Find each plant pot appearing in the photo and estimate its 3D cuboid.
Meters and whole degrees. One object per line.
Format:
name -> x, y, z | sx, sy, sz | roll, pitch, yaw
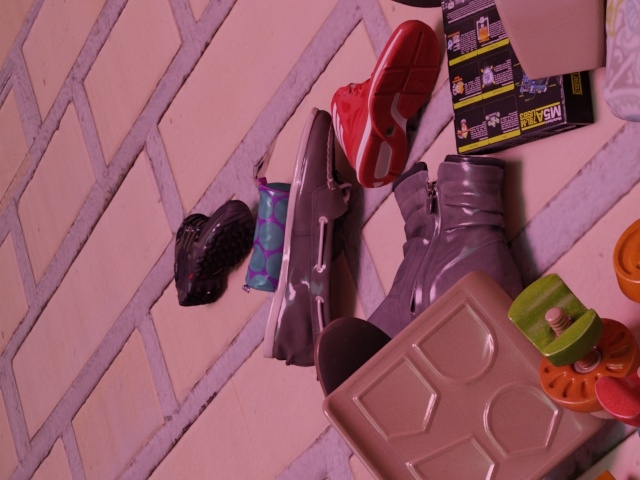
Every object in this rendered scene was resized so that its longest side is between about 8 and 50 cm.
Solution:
plant pot -> 0.240, -0.212, 1.579 | 0.109, 0.109, 0.096 | -7, 96, 22

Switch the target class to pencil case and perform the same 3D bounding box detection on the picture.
pencil case -> -0.064, -0.004, 2.151 | 0.070, 0.064, 0.152 | 23, 112, 38

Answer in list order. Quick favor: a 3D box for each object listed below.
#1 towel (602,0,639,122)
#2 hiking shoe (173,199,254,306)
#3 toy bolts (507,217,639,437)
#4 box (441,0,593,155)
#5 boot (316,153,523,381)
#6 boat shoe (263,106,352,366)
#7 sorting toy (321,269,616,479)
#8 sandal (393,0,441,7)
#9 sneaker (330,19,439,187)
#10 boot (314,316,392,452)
towel -> 0.380, -0.283, 1.394 | 0.320, 0.090, 0.374 | 13, 103, 61
hiking shoe -> -0.169, -0.002, 2.302 | 0.227, 0.086, 0.114 | -56, 50, 45
toy bolts -> 0.325, 0.112, 1.506 | 0.218, 0.158, 0.228 | -39, 35, 4
box -> 0.207, -0.196, 1.719 | 0.190, 0.045, 0.184 | -16, 81, 57
boot -> 0.111, 0.040, 1.844 | 0.338, 0.118, 0.223 | -24, 68, 45
boat shoe -> 0.000, 0.000, 2.043 | 0.112, 0.095, 0.335 | -68, -12, -78
sorting toy -> 0.177, 0.212, 1.645 | 0.229, 0.041, 0.307 | -41, 72, 3
sandal -> 0.144, -0.353, 1.775 | 0.303, 0.120, 0.086 | -38, 32, 51
sneaker -> 0.061, -0.184, 1.919 | 0.128, 0.087, 0.221 | 51, 132, 43
boot -> 0.074, 0.206, 1.787 | 0.305, 0.112, 0.115 | 56, 168, -21
